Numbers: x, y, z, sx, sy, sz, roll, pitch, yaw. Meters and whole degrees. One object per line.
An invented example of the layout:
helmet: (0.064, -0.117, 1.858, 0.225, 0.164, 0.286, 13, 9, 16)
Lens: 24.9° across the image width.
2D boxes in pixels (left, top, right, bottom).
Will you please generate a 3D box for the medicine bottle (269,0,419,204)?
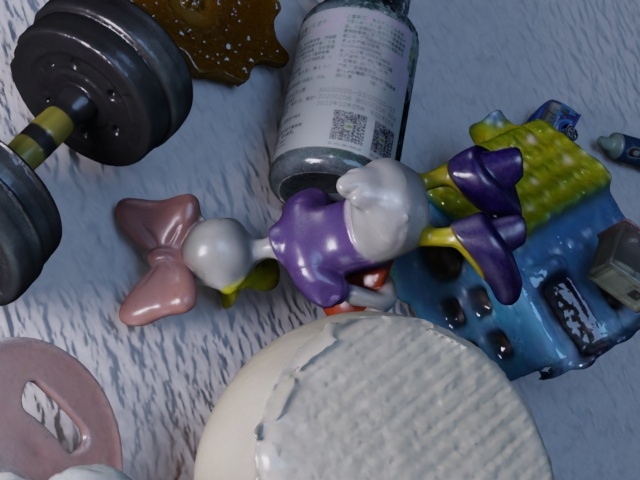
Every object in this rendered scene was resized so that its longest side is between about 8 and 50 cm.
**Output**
medicine bottle: (0.034, -0.175, 1.644, 0.141, 0.141, 0.293, 24, 62, -25)

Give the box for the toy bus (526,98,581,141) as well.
toy bus: (0.280, -0.115, 1.846, 0.061, 0.051, 0.153, 37, 56, -10)

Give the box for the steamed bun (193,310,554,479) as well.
steamed bun: (0.042, 0.260, 1.423, 0.374, 0.241, 0.374, 12, 63, -26)

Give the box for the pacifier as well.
pacifier: (-0.270, 0.239, 1.245, 0.220, 0.273, 0.332, 31, 56, -2)

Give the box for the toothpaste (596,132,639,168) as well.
toothpaste: (0.451, -0.114, 1.972, 0.197, 0.035, 0.057, 12, 82, -32)

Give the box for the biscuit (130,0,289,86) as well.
biscuit: (-0.125, -0.258, 1.636, 0.215, 0.034, 0.182, 36, 57, -21)

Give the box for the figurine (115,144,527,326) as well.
figurine: (0.006, 0.001, 1.472, 0.193, 0.421, 0.154, 51, 29, -60)

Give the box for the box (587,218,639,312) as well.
box: (0.336, 0.029, 1.562, 0.085, 0.060, 0.063, 36, 61, -9)

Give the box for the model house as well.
model house: (0.223, 0.010, 1.670, 0.237, 0.215, 0.303, -27, 84, -37)

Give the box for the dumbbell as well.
dumbbell: (-0.272, -0.094, 1.382, 0.185, 0.185, 0.388, 47, 53, -11)
